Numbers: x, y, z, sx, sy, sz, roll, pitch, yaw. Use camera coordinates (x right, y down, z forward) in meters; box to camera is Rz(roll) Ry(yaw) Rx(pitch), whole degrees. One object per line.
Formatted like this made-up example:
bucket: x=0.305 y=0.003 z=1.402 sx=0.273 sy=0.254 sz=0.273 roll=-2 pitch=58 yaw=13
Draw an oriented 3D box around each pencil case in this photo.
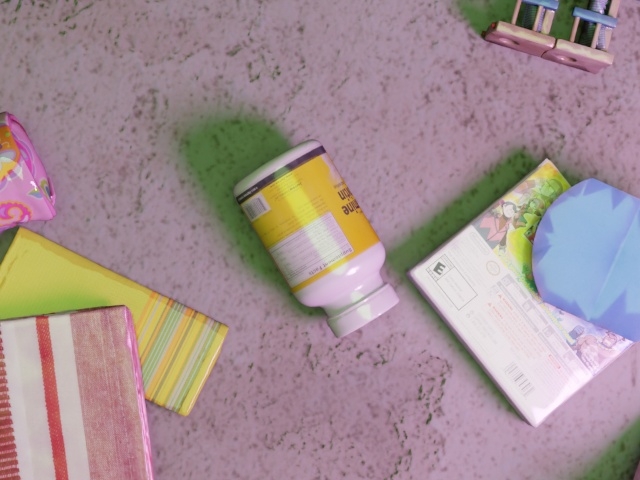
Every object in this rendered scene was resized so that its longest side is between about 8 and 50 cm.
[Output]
pencil case: x=-0.402 y=-0.021 z=1.492 sx=0.284 sy=0.124 sz=0.124 roll=-25 pitch=90 yaw=-4

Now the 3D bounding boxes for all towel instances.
towel: x=-0.218 y=0.082 z=1.548 sx=0.237 sy=0.021 sz=0.102 roll=26 pitch=82 yaw=-3
towel: x=-0.334 y=0.196 z=1.515 sx=0.329 sy=0.037 sz=0.237 roll=-6 pitch=93 yaw=0

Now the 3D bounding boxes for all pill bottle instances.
pill bottle: x=0.000 y=0.000 z=1.525 sx=0.103 sy=0.103 sz=0.184 roll=-31 pitch=91 yaw=-5

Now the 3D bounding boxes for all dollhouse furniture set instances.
dollhouse furniture set: x=0.250 y=-0.256 z=1.514 sx=0.129 sy=0.184 sz=0.129 roll=15 pitch=87 yaw=-4

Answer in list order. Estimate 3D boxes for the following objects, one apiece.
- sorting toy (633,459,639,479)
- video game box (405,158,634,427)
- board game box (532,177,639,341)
sorting toy: x=0.423 y=0.310 z=1.483 sx=0.257 sy=0.089 sz=0.255 roll=33 pitch=48 yaw=-3
video game box: x=0.221 y=0.053 z=1.568 sx=0.187 sy=0.048 sz=0.205 roll=-38 pitch=91 yaw=-4
board game box: x=0.293 y=0.021 z=1.539 sx=0.169 sy=0.033 sz=0.133 roll=24 pitch=89 yaw=1
